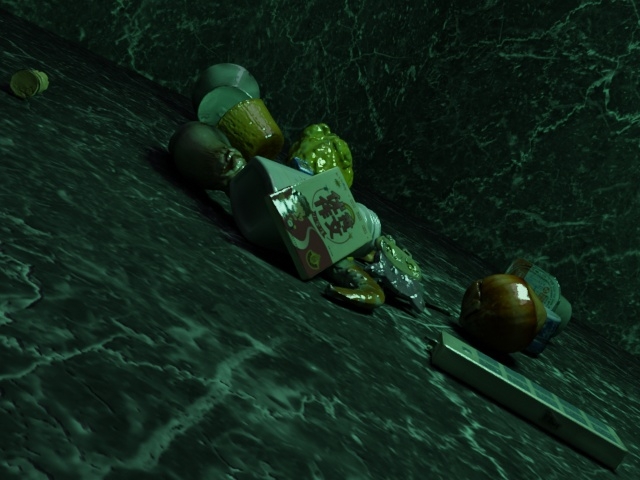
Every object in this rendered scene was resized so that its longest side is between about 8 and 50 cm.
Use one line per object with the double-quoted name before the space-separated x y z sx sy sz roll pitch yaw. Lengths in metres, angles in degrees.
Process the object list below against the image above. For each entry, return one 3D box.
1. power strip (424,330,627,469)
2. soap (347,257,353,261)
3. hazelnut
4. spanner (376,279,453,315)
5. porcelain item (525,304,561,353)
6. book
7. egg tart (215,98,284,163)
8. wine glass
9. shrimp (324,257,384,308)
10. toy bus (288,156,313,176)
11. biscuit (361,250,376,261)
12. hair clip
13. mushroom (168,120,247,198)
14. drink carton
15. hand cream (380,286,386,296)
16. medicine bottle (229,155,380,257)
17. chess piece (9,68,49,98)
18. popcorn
"power strip" 0.332 0.255 1.148 0.367 0.043 0.106 30 9 4
"soap" 0.000 0.000 1.542 0.168 0.033 0.089 34 11 17
"hazelnut" 0.392 0.164 1.493 0.182 0.182 0.182 28 9 -5
"spanner" 0.215 0.130 1.549 0.254 0.015 0.054 21 12 -41
"porcelain item" 0.504 0.203 1.714 0.147 0.114 0.147 27 11 -6
"book" 0.002 -0.038 1.276 0.232 0.022 0.162 -28 95 -51
"egg tart" -0.224 -0.327 2.168 0.171 0.215 0.215 48 15 19
"wine glass" -0.335 -0.475 2.455 0.267 0.267 0.406 27 14 -15
"shrimp" 0.037 0.077 1.248 0.161 0.049 0.166 37 20 33
"toy bus" -0.072 -0.106 1.536 0.051 0.153 0.061 22 18 -35
"biscuit" 0.081 0.018 1.713 0.133 0.027 0.184 32 8 23
"hair clip" 0.165 0.070 1.428 0.187 0.056 0.146 48 33 -28
"mushroom" -0.241 -0.178 1.515 0.177 0.126 0.397 35 4 -17
"drink carton" 0.614 0.193 1.986 0.191 0.185 0.189 36 0 45
"hand cream" 0.087 0.088 1.358 0.102 0.035 0.022 30 14 -26
"medicine bottle" -0.019 -0.047 1.377 0.324 0.124 0.179 14 44 -45
"chess piece" -0.599 -0.327 1.439 0.060 0.060 0.172 26 6 -18
"popcorn" -0.002 -0.232 2.211 0.242 0.235 0.250 45 19 -13
